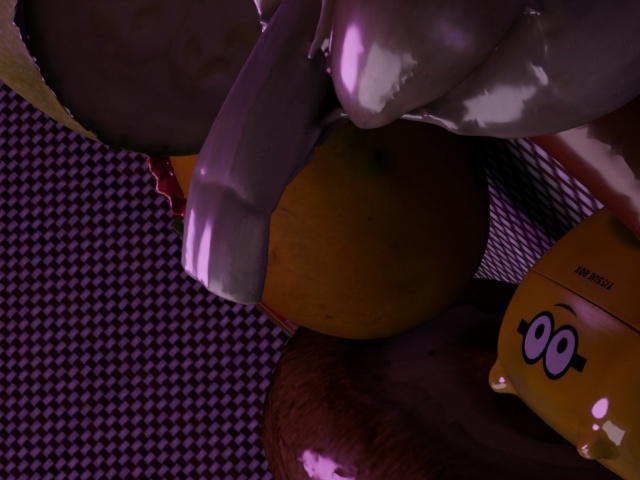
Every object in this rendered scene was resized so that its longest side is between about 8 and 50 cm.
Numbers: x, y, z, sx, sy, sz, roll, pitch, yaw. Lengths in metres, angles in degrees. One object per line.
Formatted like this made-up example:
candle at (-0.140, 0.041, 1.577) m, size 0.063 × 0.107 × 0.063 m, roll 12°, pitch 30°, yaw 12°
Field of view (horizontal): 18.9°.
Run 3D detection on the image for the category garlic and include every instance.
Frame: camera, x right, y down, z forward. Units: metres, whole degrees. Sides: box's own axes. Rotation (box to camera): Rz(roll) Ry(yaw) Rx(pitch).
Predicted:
garlic at (0.032, -0.062, 0.526) m, size 0.127 × 0.194 × 0.131 m, roll 33°, pitch 176°, yaw -27°

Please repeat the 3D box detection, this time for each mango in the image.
mango at (-0.001, -0.054, 1.220) m, size 0.211 × 0.173 × 0.317 m, roll 40°, pitch 170°, yaw 28°

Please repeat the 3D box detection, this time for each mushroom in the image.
mushroom at (0.120, 0.146, 1.348) m, size 0.345 × 0.239 × 0.345 m, roll 18°, pitch 179°, yaw 0°

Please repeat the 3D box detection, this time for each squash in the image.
squash at (-0.111, -0.153, 0.996) m, size 0.189 × 0.189 × 0.260 m, roll 44°, pitch 172°, yaw -28°

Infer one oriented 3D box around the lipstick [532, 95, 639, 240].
lipstick at (0.206, 0.039, 0.716) m, size 0.418 × 0.077 × 0.077 m, roll 44°, pitch 177°, yaw -5°

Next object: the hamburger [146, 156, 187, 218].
hamburger at (-0.041, -0.081, 1.495) m, size 0.175 × 0.175 × 0.137 m, roll 43°, pitch 165°, yaw -17°

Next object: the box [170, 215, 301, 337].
box at (0.000, 0.000, 1.852) m, size 0.195 × 0.177 × 0.148 m, roll 45°, pitch 177°, yaw -40°

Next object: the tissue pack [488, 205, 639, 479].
tissue pack at (0.175, 0.066, 1.022) m, size 0.123 × 0.127 × 0.178 m, roll 41°, pitch 179°, yaw -24°
